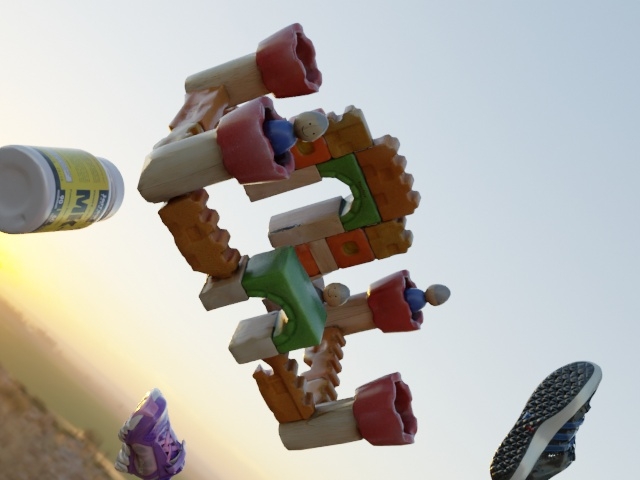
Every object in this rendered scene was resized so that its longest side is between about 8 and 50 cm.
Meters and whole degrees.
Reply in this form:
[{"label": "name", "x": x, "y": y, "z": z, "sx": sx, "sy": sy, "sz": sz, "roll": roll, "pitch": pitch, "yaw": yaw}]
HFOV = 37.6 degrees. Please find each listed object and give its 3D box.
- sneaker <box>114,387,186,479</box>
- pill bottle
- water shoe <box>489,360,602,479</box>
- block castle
[{"label": "sneaker", "x": -0.254, "y": 0.317, "z": 1.469, "sx": 0.104, "sy": 0.095, "sz": 0.236, "roll": 33, "pitch": -36, "yaw": 10}, {"label": "pill bottle", "x": -0.365, "y": -0.071, "z": 1.300, "sx": 0.119, "sy": 0.119, "sz": 0.208, "roll": 37, "pitch": 14, "yaw": 13}, {"label": "water shoe", "x": 0.299, "y": 0.246, "z": 1.212, "sx": 0.080, "sy": 0.203, "sz": 0.073, "roll": 42, "pitch": -3, "yaw": -26}, {"label": "block castle", "x": 0.000, "y": 0.000, "z": 1.115, "sx": 0.303, "sy": 0.213, "sz": 0.453, "roll": -76, "pitch": 146, "yaw": -57}]
